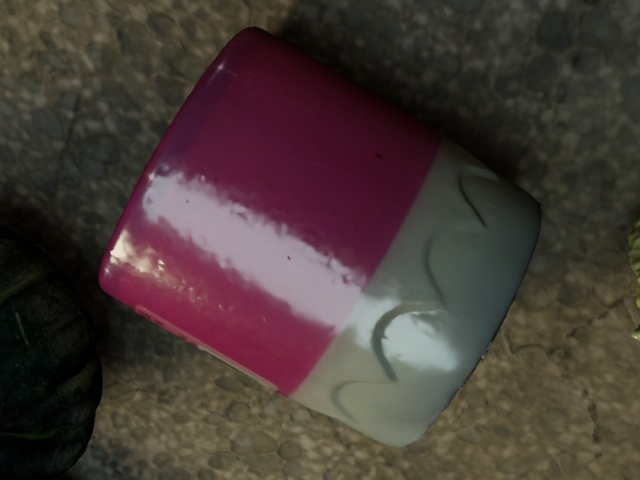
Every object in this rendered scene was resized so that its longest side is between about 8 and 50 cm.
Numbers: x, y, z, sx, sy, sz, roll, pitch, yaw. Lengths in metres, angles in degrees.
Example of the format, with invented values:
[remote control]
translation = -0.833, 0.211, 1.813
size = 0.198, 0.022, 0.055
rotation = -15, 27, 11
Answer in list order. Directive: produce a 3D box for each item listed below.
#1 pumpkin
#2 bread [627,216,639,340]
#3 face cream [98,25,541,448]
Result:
[pumpkin]
translation = -0.258, 0.089, 0.703
size = 0.220, 0.162, 0.220
rotation = 1, 95, 7
[bread]
translation = 0.297, -0.010, 0.543
size = 0.266, 0.142, 0.178
rotation = -28, 149, 25
[face cream]
translation = 0.000, 0.000, 0.589
size = 0.195, 0.175, 0.175
rotation = 30, 121, -4
